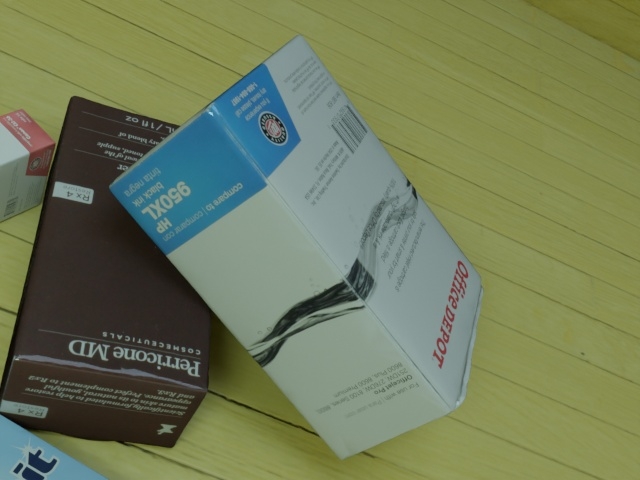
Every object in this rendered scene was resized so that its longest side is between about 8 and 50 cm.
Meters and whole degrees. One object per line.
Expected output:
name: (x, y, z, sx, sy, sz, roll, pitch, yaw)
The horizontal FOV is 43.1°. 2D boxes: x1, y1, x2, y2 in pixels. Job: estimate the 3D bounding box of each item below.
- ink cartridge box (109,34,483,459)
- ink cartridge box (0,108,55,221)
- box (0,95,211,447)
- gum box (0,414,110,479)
ink cartridge box: (0.000, 0.000, 0.925, 0.395, 0.166, 0.285, 52, 30, -12)
ink cartridge box: (-0.405, -0.060, 0.907, 0.067, 0.115, 0.198, 44, 43, 11)
box: (-0.229, 0.024, 0.918, 0.191, 0.143, 0.381, 13, 48, -21)
gum box: (-0.294, 0.253, 0.739, 0.184, 0.041, 0.157, 31, 43, 0)
